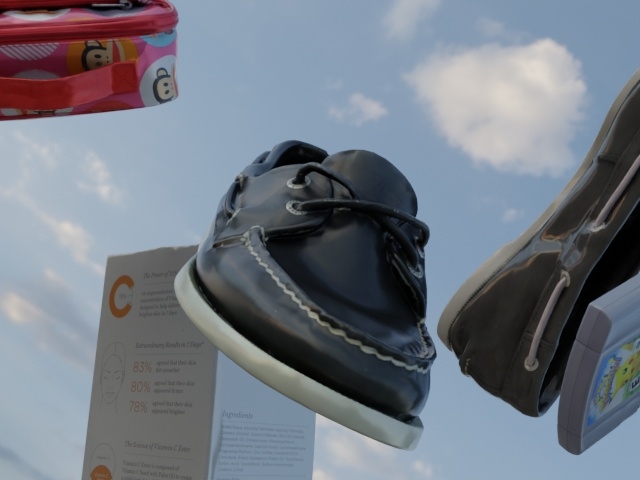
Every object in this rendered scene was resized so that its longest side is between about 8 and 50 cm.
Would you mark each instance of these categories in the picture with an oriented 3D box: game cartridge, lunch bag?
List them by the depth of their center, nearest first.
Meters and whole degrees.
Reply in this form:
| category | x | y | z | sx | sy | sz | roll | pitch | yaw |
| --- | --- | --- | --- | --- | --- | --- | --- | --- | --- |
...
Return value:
| category | x | y | z | sx | sy | sz | roll | pitch | yaw |
| --- | --- | --- | --- | --- | --- | --- | --- | --- | --- |
| game cartridge | 0.132 | 0.058 | 0.425 | 0.017 | 0.056 | 0.083 | 36 | -44 | 42 |
| lunch bag | -0.288 | -0.186 | 0.909 | 0.258 | 0.293 | 0.120 | -127 | -145 | -55 |

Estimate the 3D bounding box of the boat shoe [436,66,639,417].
| category | x | y | z | sx | sy | sz | roll | pitch | yaw |
| --- | --- | --- | --- | --- | --- | --- | --- | --- | --- |
| boat shoe | 0.222 | -0.019 | 0.655 | 0.112 | 0.335 | 0.095 | 25 | 17 | -51 |

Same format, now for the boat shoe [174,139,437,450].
| category | x | y | z | sx | sy | sz | roll | pitch | yaw |
| --- | --- | --- | --- | --- | --- | --- | --- | --- | --- |
| boat shoe | 0.004 | 0.002 | 0.514 | 0.127 | 0.113 | 0.340 | 30 | 5 | -9 |

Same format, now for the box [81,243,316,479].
| category | x | y | z | sx | sy | sz | roll | pitch | yaw |
| --- | --- | --- | --- | --- | --- | --- | --- | --- | --- |
| box | -0.136 | 0.189 | 1.069 | 0.215 | 0.345 | 0.168 | -6 | -15 | 41 |
